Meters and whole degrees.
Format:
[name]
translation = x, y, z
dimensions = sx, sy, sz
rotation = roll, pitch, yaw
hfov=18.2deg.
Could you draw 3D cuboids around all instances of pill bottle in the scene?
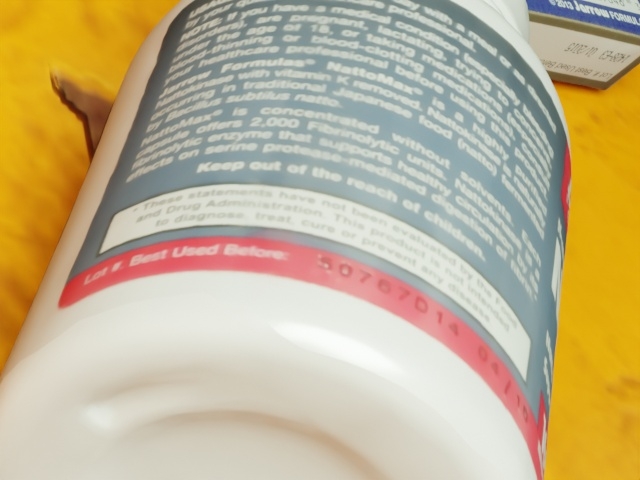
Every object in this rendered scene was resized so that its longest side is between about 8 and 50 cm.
[pill bottle]
translation = 0.000, 0.000, 0.435
dimensions = 0.108, 0.108, 0.180
rotation = 36, 36, -18

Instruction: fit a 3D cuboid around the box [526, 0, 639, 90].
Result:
[box]
translation = 0.020, -0.155, 0.672
dimensions = 0.136, 0.036, 0.225
rotation = 5, 54, -47
